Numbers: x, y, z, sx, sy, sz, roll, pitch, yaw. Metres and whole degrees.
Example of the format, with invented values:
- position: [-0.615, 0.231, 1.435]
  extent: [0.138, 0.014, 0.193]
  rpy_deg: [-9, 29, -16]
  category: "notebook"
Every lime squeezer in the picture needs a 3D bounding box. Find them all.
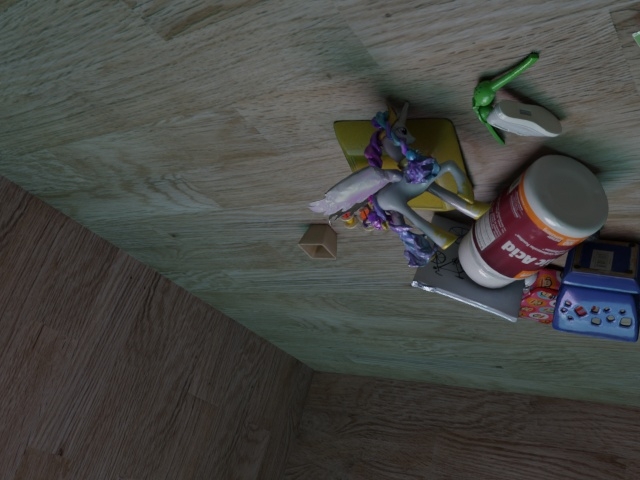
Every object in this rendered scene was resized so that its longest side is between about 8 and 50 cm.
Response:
- position: [0.396, -0.315, 1.451]
  extent: [0.110, 0.058, 0.310]
  rpy_deg: [-13, 153, -4]
  category: "lime squeezer"

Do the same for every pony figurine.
- position: [0.180, -0.115, 1.558]
  extent: [0.363, 0.351, 0.303]
  rpy_deg: [48, -176, 5]
  category: "pony figurine"

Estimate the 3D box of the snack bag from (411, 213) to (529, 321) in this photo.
- position: [0.454, 0.079, 1.886]
  extent: [0.323, 0.342, 0.037]
  rpy_deg: [20, 133, 6]
  category: "snack bag"

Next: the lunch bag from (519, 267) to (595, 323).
- position: [0.803, 0.199, 2.195]
  extent: [0.258, 0.120, 0.293]
  rpy_deg: [15, 158, -5]
  category: "lunch bag"

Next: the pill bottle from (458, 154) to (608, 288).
- position: [0.537, -0.031, 1.682]
  extent: [0.224, 0.224, 0.392]
  rpy_deg: [21, 149, -7]
  category: "pill bottle"

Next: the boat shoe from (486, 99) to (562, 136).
- position: [0.458, -0.264, 1.440]
  extent: [0.184, 0.066, 0.063]
  rpy_deg: [4, 159, -25]
  category: "boat shoe"

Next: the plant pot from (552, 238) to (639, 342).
- position: [0.814, 0.129, 1.853]
  extent: [0.236, 0.236, 0.212]
  rpy_deg: [8, 129, 25]
  category: "plant pot"

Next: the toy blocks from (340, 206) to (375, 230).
- position: [0.114, -0.093, 2.099]
  extent: [0.123, 0.054, 0.148]
  rpy_deg: [7, 154, 24]
  category: "toy blocks"

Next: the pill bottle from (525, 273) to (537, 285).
- position: [0.613, 0.080, 2.068]
  extent: [0.184, 0.103, 0.103]
  rpy_deg: [30, 153, -25]
  category: "pill bottle"

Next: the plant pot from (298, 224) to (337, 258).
- position: [0.000, 0.000, 2.325]
  extent: [0.109, 0.096, 0.109]
  rpy_deg: [0, 151, 33]
  category: "plant pot"

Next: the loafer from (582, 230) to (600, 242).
- position: [0.711, -0.013, 1.844]
  extent: [0.061, 0.062, 0.170]
  rpy_deg: [15, 152, -38]
  category: "loafer"

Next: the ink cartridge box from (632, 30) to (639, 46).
- position: [0.699, -0.342, 1.160]
  extent: [0.235, 0.056, 0.171]
  rpy_deg: [38, 149, -32]
  category: "ink cartridge box"

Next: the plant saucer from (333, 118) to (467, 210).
- position: [0.221, -0.185, 1.753]
  extent: [0.333, 0.081, 0.333]
  rpy_deg: [5, 147, 28]
  category: "plant saucer"
